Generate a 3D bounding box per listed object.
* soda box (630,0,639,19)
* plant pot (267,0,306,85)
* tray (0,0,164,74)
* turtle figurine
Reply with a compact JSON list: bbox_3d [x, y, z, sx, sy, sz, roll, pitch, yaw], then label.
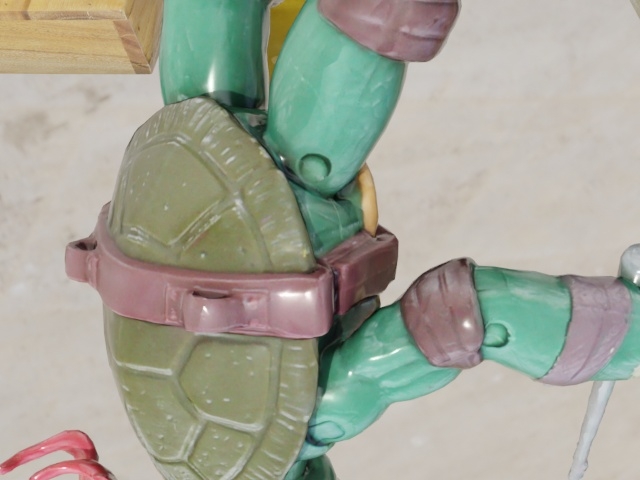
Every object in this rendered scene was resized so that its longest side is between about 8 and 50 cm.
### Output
[{"bbox_3d":[0.335,-0.217,1.414,0.061,0.058,0.181,-64,154,-2],"label":"soda box"},{"bbox_3d":[-0.005,-0.127,0.830,0.081,0.081,0.083,-45,160,32],"label":"plant pot"},{"bbox_3d":[-0.181,-0.306,1.169,0.202,0.411,0.076,2,145,16],"label":"tray"},{"bbox_3d":[0.000,0.000,0.365,0.118,0.175,0.234,-24,122,-51],"label":"turtle figurine"}]
